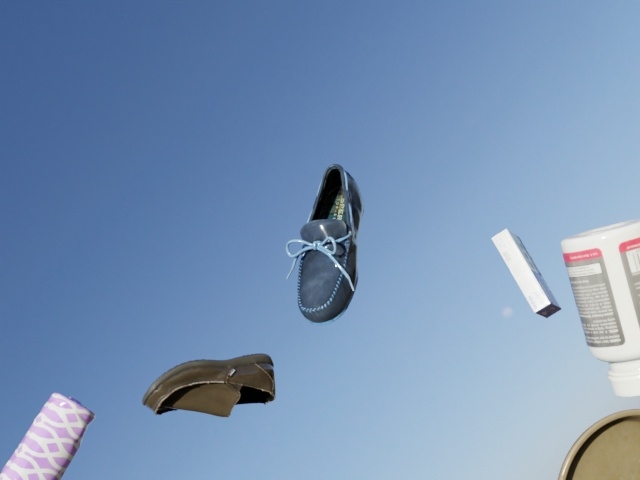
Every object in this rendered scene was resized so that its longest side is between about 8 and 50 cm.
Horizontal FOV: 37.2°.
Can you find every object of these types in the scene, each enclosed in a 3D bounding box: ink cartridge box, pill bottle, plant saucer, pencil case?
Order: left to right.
[{"bbox_3d":[-0.431,0.337,1.474,0.206,0.086,0.088,-59,1,-18],"label":"pencil case"},{"bbox_3d":[0.477,0.077,2.204,0.046,0.207,0.097,-34,-26,18],"label":"ink cartridge box"},{"bbox_3d":[0.586,0.129,1.829,0.176,0.318,0.176,-15,1,0],"label":"pill bottle"},{"bbox_3d":[0.492,0.404,1.513,0.278,0.278,0.041,-39,9,-12],"label":"plant saucer"}]

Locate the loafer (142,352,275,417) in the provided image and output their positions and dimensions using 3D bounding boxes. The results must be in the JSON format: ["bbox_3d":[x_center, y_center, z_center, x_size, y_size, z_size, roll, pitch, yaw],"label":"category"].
[{"bbox_3d":[-0.152,0.221,1.396,0.220,0.078,0.080,-9,-34,-33],"label":"loafer"}]

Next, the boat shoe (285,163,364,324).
[{"bbox_3d":[0.000,0.000,1.361,0.109,0.258,0.089,-11,-43,17],"label":"boat shoe"}]
